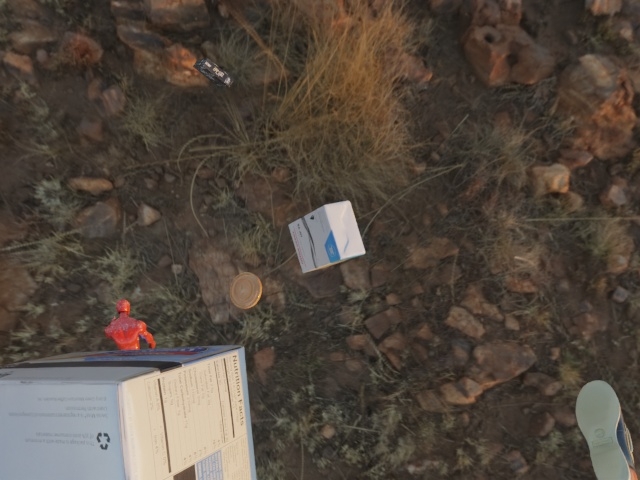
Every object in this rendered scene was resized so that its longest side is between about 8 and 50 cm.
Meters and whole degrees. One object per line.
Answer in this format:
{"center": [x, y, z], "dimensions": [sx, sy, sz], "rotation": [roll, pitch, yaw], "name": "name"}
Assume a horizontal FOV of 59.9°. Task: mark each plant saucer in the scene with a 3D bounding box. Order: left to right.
{"center": [-0.172, 0.113, 1.261], "dimensions": [0.083, 0.013, 0.083], "rotation": [-7, 74, 25], "name": "plant saucer"}

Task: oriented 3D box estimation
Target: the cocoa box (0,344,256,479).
{"center": [-0.286, 0.267, 0.708], "dimensions": [0.347, 0.228, 0.231], "rotation": [-8, 87, 26], "name": "cocoa box"}

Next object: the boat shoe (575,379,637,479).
{"center": [0.321, 0.221, 0.619], "dimensions": [0.043, 0.049, 0.137], "rotation": [46, 34, -26], "name": "boat shoe"}

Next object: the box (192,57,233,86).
{"center": [-0.218, -0.341, 1.129], "dimensions": [0.067, 0.083, 0.018], "rotation": [35, 87, -31], "name": "box"}

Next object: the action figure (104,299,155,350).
{"center": [-0.394, 0.258, 1.172], "dimensions": [0.091, 0.139, 0.280], "rotation": [-8, 94, -10], "name": "action figure"}

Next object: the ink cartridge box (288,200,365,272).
{"center": [0.000, 0.000, 1.066], "dimensions": [0.060, 0.180, 0.104], "rotation": [-14, 85, -33], "name": "ink cartridge box"}
